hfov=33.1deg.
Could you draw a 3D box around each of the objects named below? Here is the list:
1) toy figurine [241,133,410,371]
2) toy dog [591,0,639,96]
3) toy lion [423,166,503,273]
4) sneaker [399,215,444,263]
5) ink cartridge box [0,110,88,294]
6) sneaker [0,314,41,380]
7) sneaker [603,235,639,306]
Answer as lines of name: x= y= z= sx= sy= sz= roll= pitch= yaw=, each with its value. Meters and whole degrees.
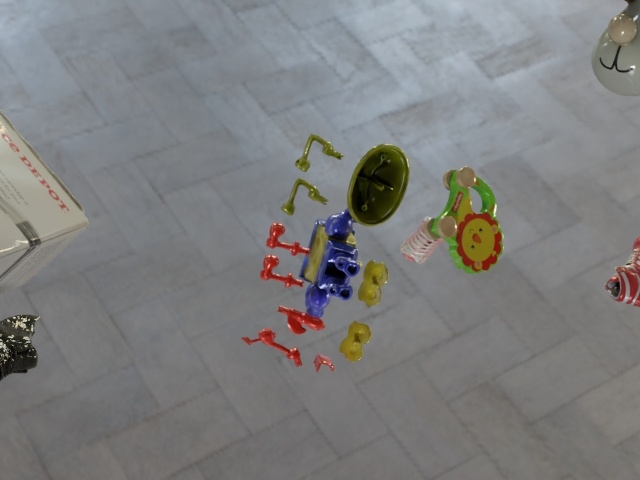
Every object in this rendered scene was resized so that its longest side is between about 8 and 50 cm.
toy figurine: x=0.000 y=0.000 z=1.697 sx=0.191 sy=0.362 sz=0.217 roll=13 pitch=10 yaw=-10
toy dog: x=0.334 y=-0.313 z=0.984 sx=0.220 sy=0.161 sz=0.333 roll=-6 pitch=67 yaw=29
toy lion: x=0.166 y=-0.017 z=1.181 sx=0.096 sy=0.034 sz=0.100 roll=31 pitch=70 yaw=-25
sneaker: x=0.164 y=0.004 z=1.698 sx=0.051 sy=0.134 sz=0.070 roll=38 pitch=86 yaw=1
ink cartridge box: x=-0.418 y=-0.039 z=1.133 sx=0.223 sy=0.129 sz=0.307 roll=50 pitch=18 yaw=2
sneaker: x=-0.391 y=0.144 z=1.337 sx=0.089 sy=0.051 sz=0.170 roll=11 pitch=25 yaw=-23
sneaker: x=0.398 y=0.036 z=1.384 sx=0.067 sy=0.042 sz=0.118 roll=10 pitch=47 yaw=-5
